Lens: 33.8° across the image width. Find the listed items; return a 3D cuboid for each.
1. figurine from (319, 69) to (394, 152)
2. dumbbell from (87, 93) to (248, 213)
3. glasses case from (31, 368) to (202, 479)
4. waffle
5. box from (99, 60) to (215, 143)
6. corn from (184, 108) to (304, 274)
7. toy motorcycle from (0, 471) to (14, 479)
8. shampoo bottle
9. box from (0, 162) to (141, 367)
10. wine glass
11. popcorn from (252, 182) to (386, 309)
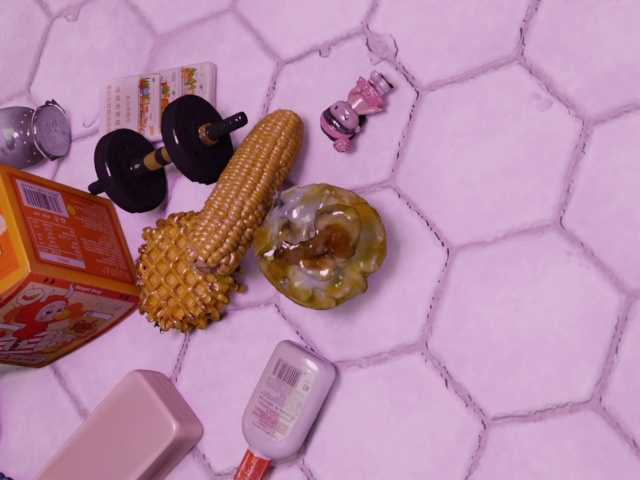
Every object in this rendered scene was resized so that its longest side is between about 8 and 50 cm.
[{"bbox_3d":[0.056,-0.195,1.583,0.129,0.054,0.072,-43,79,6],"label":"figurine"},{"bbox_3d":[-0.246,-0.134,1.659,0.325,0.143,0.143,-20,71,30],"label":"dumbbell"},{"bbox_3d":[-0.341,0.363,1.657,0.336,0.076,0.144,-47,64,12],"label":"glasses case"},{"bbox_3d":[-0.212,0.047,1.661,0.197,0.070,0.193,-16,73,26],"label":"waffle"},{"bbox_3d":[-0.275,-0.223,1.764,0.220,0.032,0.122,-5,79,25],"label":"box"},{"bbox_3d":[-0.107,-0.076,1.580,0.101,0.101,0.292,17,64,29],"label":"corn"},{"bbox_3d":[-0.584,0.454,1.769,0.205,0.076,0.114,-47,55,14],"label":"toy motorcycle"},{"bbox_3d":[-0.064,0.262,1.549,0.108,0.051,0.221,27,93,28],"label":"shampoo bottle"},{"bbox_3d":[-0.480,0.055,1.671,0.259,0.283,0.214,-33,66,18],"label":"box"},{"bbox_3d":[-0.547,-0.178,1.850,0.204,0.111,0.111,-7,77,22],"label":"wine glass"},{"bbox_3d":[0.000,0.000,1.494,0.197,0.212,0.198,1,85,-7],"label":"popcorn"}]
